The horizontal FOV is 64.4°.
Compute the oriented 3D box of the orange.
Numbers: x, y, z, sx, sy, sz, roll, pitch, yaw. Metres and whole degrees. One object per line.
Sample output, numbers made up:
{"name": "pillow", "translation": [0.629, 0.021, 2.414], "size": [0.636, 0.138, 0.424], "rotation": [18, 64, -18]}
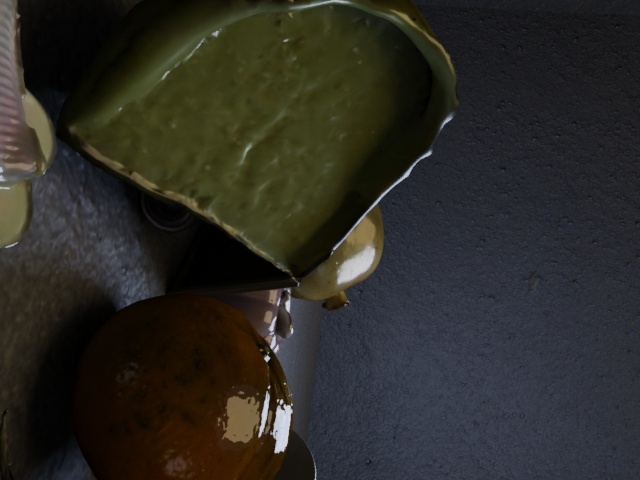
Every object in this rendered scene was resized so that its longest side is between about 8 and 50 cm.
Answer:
{"name": "orange", "translation": [-0.125, 0.156, 0.510], "size": [0.240, 0.171, 0.240], "rotation": [57, 6, -9]}

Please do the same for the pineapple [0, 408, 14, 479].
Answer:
{"name": "pineapple", "translation": [-0.211, 0.311, 0.422], "size": [0.161, 0.158, 0.335], "rotation": [-36, 143, -24]}

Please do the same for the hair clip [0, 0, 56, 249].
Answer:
{"name": "hair clip", "translation": [-0.201, -0.101, 0.278], "size": [0.159, 0.071, 0.219], "rotation": [-9, 98, -77]}

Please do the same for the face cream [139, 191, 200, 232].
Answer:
{"name": "face cream", "translation": [-0.149, -0.082, 0.696], "size": [0.283, 0.073, 0.073], "rotation": [-63, 158, -71]}

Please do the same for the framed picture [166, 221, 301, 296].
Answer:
{"name": "framed picture", "translation": [-0.097, -0.024, 0.736], "size": [0.260, 0.189, 0.023], "rotation": [-78, 153, -46]}

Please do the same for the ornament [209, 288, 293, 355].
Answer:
{"name": "ornament", "translation": [-0.113, 0.107, 0.790], "size": [0.177, 0.177, 0.178], "rotation": [6, 90, -83]}

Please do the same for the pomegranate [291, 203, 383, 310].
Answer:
{"name": "pomegranate", "translation": [0.000, 0.000, 1.118], "size": [0.319, 0.319, 0.319], "rotation": [6, 90, -83]}

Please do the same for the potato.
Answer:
{"name": "potato", "translation": [-0.038, -0.157, 0.503], "size": [0.330, 0.280, 0.213], "rotation": [33, 30, -48]}

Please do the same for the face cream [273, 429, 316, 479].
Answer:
{"name": "face cream", "translation": [-0.119, 0.409, 0.765], "size": [0.218, 0.218, 0.179], "rotation": [-70, 166, -63]}
